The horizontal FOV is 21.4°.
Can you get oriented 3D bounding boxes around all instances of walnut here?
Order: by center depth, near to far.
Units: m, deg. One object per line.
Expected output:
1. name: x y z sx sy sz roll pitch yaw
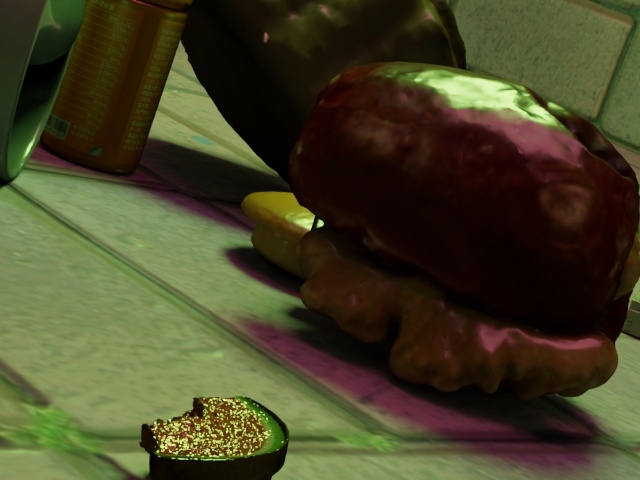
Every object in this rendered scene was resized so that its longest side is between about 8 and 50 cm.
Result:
1. walnut: 0.100 0.006 1.234 0.269 0.243 0.221 17 -27 11

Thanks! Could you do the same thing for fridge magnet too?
1. fridge magnet: 0.000 0.000 1.386 0.143 0.063 0.143 21 11 -4

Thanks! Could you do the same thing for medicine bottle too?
1. medicine bottle: -0.182 -0.164 1.521 0.096 0.191 0.096 18 11 -4

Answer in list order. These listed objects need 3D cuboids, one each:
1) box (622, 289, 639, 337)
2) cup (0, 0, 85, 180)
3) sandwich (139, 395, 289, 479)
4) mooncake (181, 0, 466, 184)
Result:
1. box: 0.330 0.073 1.669 0.051 0.036 0.117 21 11 12
2. cup: -0.353 -0.191 1.329 0.312 0.205 0.205 19 11 -1
3. sandwich: -0.053 0.108 0.867 0.067 0.029 0.135 17 11 12
4. mooncake: -0.001 -0.191 1.643 0.324 0.187 0.324 52 -12 16
